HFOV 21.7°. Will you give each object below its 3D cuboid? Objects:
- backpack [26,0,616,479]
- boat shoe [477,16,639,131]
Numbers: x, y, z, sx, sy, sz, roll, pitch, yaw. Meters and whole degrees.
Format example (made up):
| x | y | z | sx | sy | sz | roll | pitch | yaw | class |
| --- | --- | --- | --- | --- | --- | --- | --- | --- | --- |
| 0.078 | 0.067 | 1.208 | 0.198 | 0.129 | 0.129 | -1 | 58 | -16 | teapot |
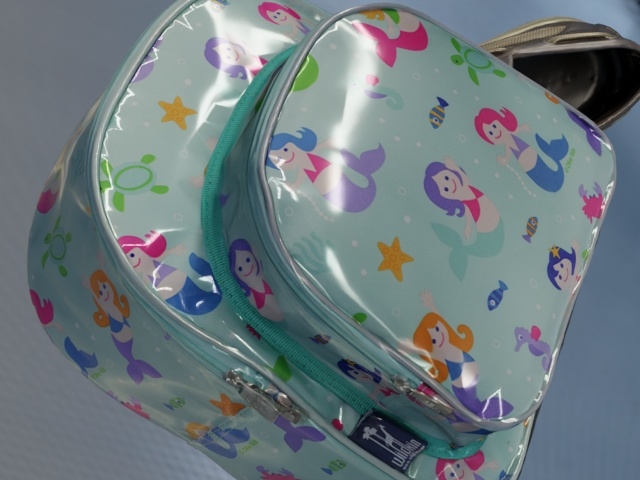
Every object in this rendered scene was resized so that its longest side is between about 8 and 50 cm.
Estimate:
| x | y | z | sx | sy | sz | roll | pitch | yaw | class |
| --- | --- | --- | --- | --- | --- | --- | --- | --- | --- |
| 0.000 | 0.000 | 0.786 | 0.253 | 0.191 | 0.225 | 31 | 55 | -7 | backpack |
| 0.129 | -0.106 | 1.402 | 0.355 | 0.130 | 0.132 | -29 | 103 | -24 | boat shoe |
